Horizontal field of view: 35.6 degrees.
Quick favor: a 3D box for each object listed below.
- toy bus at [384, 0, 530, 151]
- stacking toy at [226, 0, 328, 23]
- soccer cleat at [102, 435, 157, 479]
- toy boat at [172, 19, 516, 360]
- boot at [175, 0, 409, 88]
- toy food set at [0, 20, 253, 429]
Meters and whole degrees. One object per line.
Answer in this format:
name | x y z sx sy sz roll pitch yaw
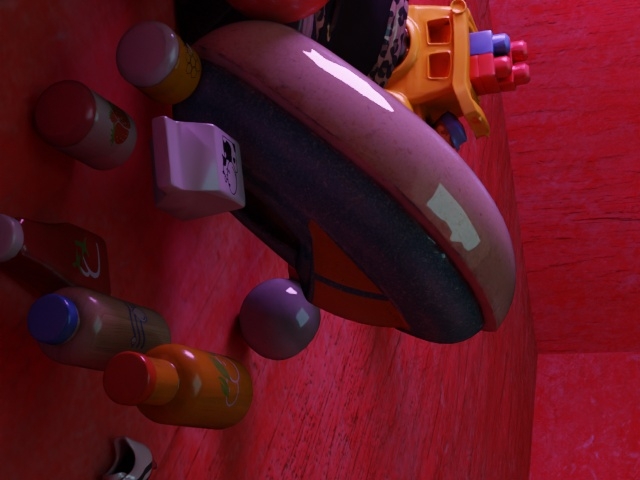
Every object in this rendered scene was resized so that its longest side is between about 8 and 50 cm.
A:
toy bus | 0.147 -0.178 1.214 0.149 0.211 0.220 37 53 -69
stacking toy | -0.018 -0.305 0.644 0.141 0.141 0.330 24 69 -70
soccer cleat | -0.120 0.158 0.600 0.036 0.029 0.083 56 30 -42
toy boat | 0.000 0.000 0.710 0.148 0.267 0.318 -49 171 -15
boot | -0.008 -0.295 0.863 0.284 0.138 0.377 12 79 -71
toy food set | -0.110 -0.015 0.528 0.104 0.111 0.232 33 48 -67
